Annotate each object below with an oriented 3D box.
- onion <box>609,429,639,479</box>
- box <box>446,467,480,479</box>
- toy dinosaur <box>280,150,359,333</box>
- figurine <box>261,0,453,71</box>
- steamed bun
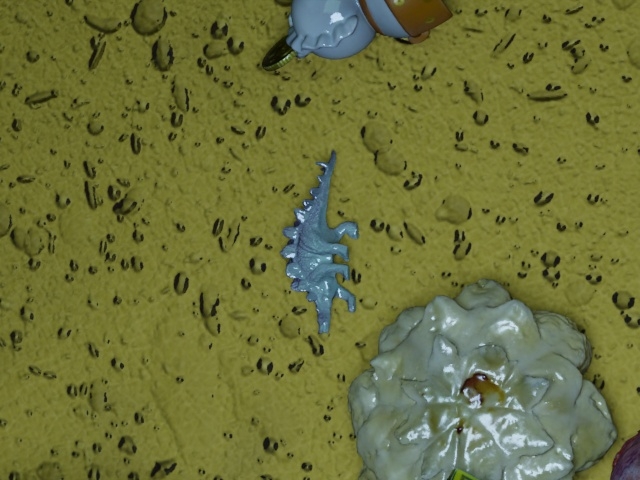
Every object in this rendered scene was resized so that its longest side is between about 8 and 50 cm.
[{"bbox_3d":[0.344,0.272,1.794,0.159,0.159,0.195,35,115,19],"label":"onion"},{"bbox_3d":[0.188,0.331,1.780,0.220,0.064,0.141,31,126,2],"label":"box"},{"bbox_3d":[-0.001,-0.001,1.990,0.082,0.039,0.209,0,75,14],"label":"toy dinosaur"},{"bbox_3d":[0.055,-0.260,2.010,0.271,0.143,0.143,-44,69,20],"label":"figurine"},{"bbox_3d":[0.154,0.188,1.857,0.295,0.137,0.292,-28,74,2],"label":"steamed bun"}]
